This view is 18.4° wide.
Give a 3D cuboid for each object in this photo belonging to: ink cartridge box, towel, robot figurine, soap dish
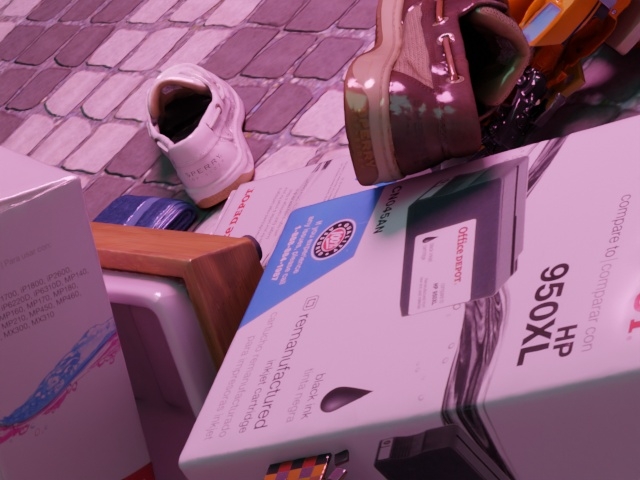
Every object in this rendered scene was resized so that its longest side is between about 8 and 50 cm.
[{"bbox_3d":[-0.249,0.090,1.491,0.131,0.306,0.226,-22,24,-30],"label":"ink cartridge box"},{"bbox_3d":[0.137,0.078,1.380,0.395,0.166,0.285,-15,34,31],"label":"ink cartridge box"},{"bbox_3d":[-0.181,-0.020,1.991,0.119,0.029,0.067,6,48,50],"label":"towel"},{"bbox_3d":[0.169,-0.186,1.767,0.291,0.085,0.211,-47,27,9],"label":"robot figurine"},{"bbox_3d":[-0.136,0.095,1.596,0.118,0.229,0.291,-33,24,-33],"label":"soap dish"},{"bbox_3d":[0.000,0.000,1.723,0.190,0.082,0.140,-15,34,34],"label":"ink cartridge box"}]

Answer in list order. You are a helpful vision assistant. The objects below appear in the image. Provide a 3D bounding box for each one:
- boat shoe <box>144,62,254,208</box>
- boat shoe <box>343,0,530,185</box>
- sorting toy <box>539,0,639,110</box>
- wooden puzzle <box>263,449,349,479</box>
[{"bbox_3d":[-0.136,-0.136,2.047,0.098,0.096,0.277,-34,29,2],"label":"boat shoe"},{"bbox_3d":[0.108,-0.138,1.566,0.123,0.123,0.342,-6,19,15],"label":"boat shoe"},{"bbox_3d":[0.289,-0.221,1.771,0.274,0.046,0.132,-49,28,5],"label":"sorting toy"},{"bbox_3d":[-0.018,0.162,1.283,0.083,0.006,0.049,-15,35,31],"label":"wooden puzzle"}]
